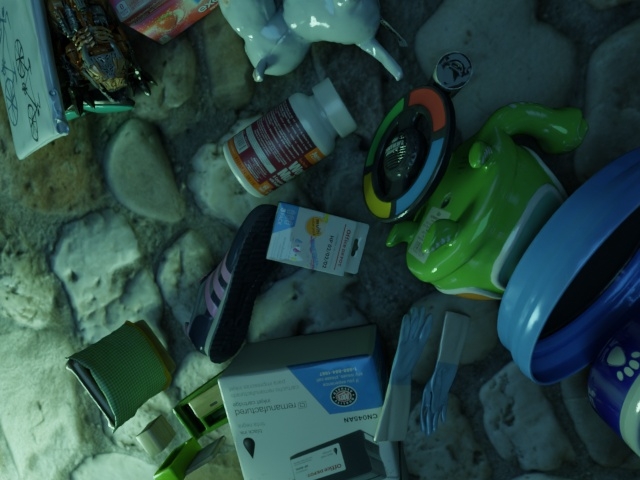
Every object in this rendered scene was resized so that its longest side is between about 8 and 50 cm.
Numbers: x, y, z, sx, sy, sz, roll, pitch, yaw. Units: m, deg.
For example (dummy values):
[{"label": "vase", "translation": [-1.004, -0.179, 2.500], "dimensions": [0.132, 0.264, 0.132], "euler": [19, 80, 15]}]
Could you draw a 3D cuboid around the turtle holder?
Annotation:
[{"label": "turtle holder", "translation": [0.279, -0.054, 0.729], "dimensions": [0.227, 0.243, 0.321], "euler": [26, 68, -10]}]

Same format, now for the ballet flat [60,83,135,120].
[{"label": "ballet flat", "translation": [-0.460, -0.276, 0.873], "dimensions": [0.202, 0.074, 0.074], "euler": [-6, 98, 12]}]

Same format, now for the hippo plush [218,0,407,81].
[{"label": "hippo plush", "translation": [-0.027, -0.392, 0.742], "dimensions": [0.236, 0.235, 0.294], "euler": [-19, 130, 31]}]

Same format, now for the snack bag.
[{"label": "snack bag", "translation": [-0.522, -0.325, 0.797], "dimensions": [0.342, 0.037, 0.324], "euler": [0, 100, 47]}]

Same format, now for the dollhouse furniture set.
[{"label": "dollhouse furniture set", "translation": [-0.296, 0.277, 0.870], "dimensions": [0.151, 0.197, 0.302], "euler": [-34, 93, 14]}]

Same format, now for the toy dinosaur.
[{"label": "toy dinosaur", "translation": [-0.380, -0.346, 0.755], "dimensions": [0.164, 0.218, 0.322], "euler": [-5, 63, -11]}]

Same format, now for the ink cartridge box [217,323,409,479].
[{"label": "ink cartridge box", "translation": [0.006, 0.391, 0.857], "dimensions": [0.285, 0.166, 0.396], "euler": [-12, 98, 11]}]

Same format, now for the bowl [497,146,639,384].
[{"label": "bowl", "translation": [0.421, 0.043, 0.662], "dimensions": [0.391, 0.390, 0.077], "euler": [-55, 45, 13]}]

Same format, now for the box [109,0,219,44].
[{"label": "box", "translation": [-0.223, -0.497, 0.760], "dimensions": [0.299, 0.142, 0.154], "euler": [-28, 93, 12]}]

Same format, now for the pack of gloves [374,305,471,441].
[{"label": "pack of gloves", "translation": [0.175, 0.230, 0.798], "dimensions": [0.046, 0.194, 0.232], "euler": [10, 83, 49]}]

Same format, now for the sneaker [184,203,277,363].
[{"label": "sneaker", "translation": [-0.180, 0.066, 0.870], "dimensions": [0.131, 0.112, 0.319], "euler": [24, 91, 35]}]

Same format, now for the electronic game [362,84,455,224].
[{"label": "electronic game", "translation": [0.135, -0.138, 0.730], "dimensions": [0.048, 0.229, 0.230], "euler": [15, 103, -23]}]

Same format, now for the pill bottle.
[{"label": "pill bottle", "translation": [-0.051, -0.181, 0.796], "dimensions": [0.221, 0.121, 0.121], "euler": [-31, 93, 13]}]

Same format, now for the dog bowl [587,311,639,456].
[{"label": "dog bowl", "translation": [0.580, 0.228, 0.722], "dimensions": [0.264, 0.104, 0.265], "euler": [-5, 113, -11]}]

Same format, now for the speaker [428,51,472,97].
[{"label": "speaker", "translation": [0.209, -0.264, 0.732], "dimensions": [0.055, 0.136, 0.055], "euler": [1, 100, 8]}]

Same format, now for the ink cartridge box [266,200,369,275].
[{"label": "ink cartridge box", "translation": [0.000, 0.000, 0.821], "dimensions": [0.181, 0.061, 0.105], "euler": [13, 94, -9]}]
